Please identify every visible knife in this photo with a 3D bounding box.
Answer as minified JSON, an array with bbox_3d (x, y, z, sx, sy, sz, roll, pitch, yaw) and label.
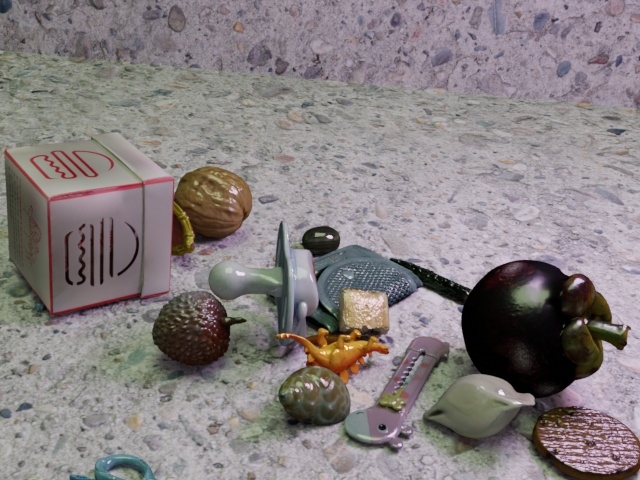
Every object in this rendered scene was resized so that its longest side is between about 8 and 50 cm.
[{"bbox_3d":[0.174,0.300,1.788,0.132,0.038,0.398,18,30,18],"label":"knife"}]

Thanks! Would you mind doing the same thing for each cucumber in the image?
[{"bbox_3d":[0.272,0.095,2.182,0.257,0.043,0.044,23,28,32],"label":"cucumber"}]

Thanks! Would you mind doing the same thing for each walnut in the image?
[{"bbox_3d":[-0.293,-0.106,2.314,0.213,0.213,0.213,4,28,-2],"label":"walnut"}]

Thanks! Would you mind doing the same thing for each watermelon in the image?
[{"bbox_3d":[0.000,0.000,2.284,0.111,0.078,0.078,-5,30,-17],"label":"watermelon"}]

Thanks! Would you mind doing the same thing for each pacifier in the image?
[{"bbox_3d":[-0.127,0.099,1.860,0.233,0.244,0.299,6,36,-11],"label":"pacifier"}]

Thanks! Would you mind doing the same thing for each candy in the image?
[{"bbox_3d":[-0.637,0.146,1.969,0.030,0.020,0.083,21,27,-1],"label":"candy"}]

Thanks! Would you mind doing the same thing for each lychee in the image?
[{"bbox_3d":[-0.257,0.183,1.808,0.197,0.165,0.165,-15,27,7],"label":"lychee"}]

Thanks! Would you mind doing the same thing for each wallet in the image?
[{"bbox_3d":[0.063,0.106,2.103,0.342,0.075,0.237,-22,41,-40],"label":"wallet"}]

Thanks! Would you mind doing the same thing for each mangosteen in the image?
[{"bbox_3d":[0.442,0.171,1.779,0.297,0.313,0.297,9,56,-14],"label":"mangosteen"}]

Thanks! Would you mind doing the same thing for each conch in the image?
[{"bbox_3d":[-0.013,0.301,1.695,0.173,0.106,0.116,12,45,-16],"label":"conch"}]

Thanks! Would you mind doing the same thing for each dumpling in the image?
[{"bbox_3d":[0.317,0.320,1.692,0.229,0.124,0.151,-8,5,32],"label":"dumpling"}]

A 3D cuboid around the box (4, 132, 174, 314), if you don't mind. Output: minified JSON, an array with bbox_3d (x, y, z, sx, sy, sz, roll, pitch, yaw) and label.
[{"bbox_3d":[-0.547,-0.047,2.021,0.300,0.314,0.312,-12,33,-34],"label":"box"}]

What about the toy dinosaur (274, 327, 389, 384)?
[{"bbox_3d":[0.026,0.245,1.790,0.288,0.117,0.070,5,11,-34],"label":"toy dinosaur"}]

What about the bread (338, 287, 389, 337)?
[{"bbox_3d":[0.094,0.167,1.940,0.125,0.082,0.106,7,60,-22],"label":"bread"}]

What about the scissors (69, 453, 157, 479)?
[{"bbox_3d":[-0.254,0.456,1.435,0.393,0.032,0.180,14,30,17],"label":"scissors"}]

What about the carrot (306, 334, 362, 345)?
[{"bbox_3d":[0.028,0.226,1.913,0.142,0.035,0.035,4,27,11],"label":"carrot"}]

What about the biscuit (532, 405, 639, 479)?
[{"bbox_3d":[0.518,0.394,1.666,0.212,0.036,0.212,5,28,-3],"label":"biscuit"}]

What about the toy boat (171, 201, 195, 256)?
[{"bbox_3d":[-0.416,-0.047,2.240,0.318,0.141,0.099,30,20,33],"label":"toy boat"}]
